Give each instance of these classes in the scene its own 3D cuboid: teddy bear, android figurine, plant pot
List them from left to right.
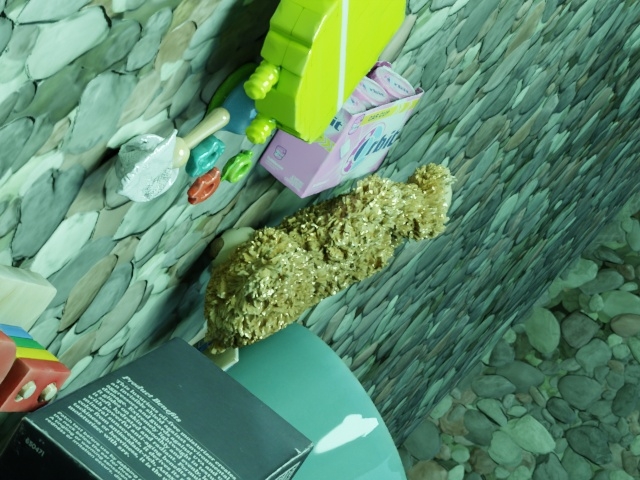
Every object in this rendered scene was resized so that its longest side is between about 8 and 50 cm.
[{"bbox_3d":[-0.073,0.279,2.108,0.235,0.293,0.293,-30,159,-22],"label":"plant pot"},{"bbox_3d":[0.000,0.000,1.881,0.338,0.113,0.245,-28,-176,-22],"label":"teddy bear"},{"bbox_3d":[0.016,-0.196,1.522,0.273,0.056,0.248,-54,163,-26],"label":"android figurine"}]

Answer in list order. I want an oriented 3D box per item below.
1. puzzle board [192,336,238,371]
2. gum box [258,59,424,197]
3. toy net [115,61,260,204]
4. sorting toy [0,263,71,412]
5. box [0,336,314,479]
[{"bbox_3d":[-0.139,0.141,1.904,0.128,0.011,0.096,-35,-158,13],"label":"puzzle board"},{"bbox_3d":[0.027,-0.118,1.820,0.107,0.062,0.188,-57,165,25],"label":"gum box"},{"bbox_3d":[-0.119,-0.077,1.522,0.232,0.045,0.122,-28,156,-53],"label":"toy net"},{"bbox_3d":[-0.314,0.141,1.372,0.257,0.089,0.255,-51,166,4],"label":"sorting toy"},{"bbox_3d":[-0.195,0.274,1.553,0.296,0.183,0.294,-56,168,20],"label":"box"}]
